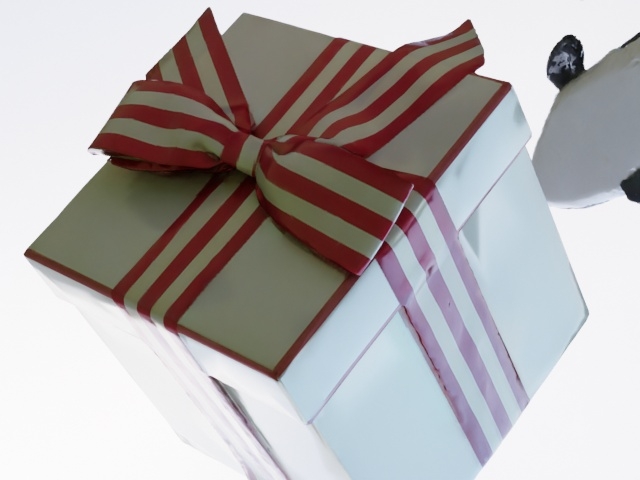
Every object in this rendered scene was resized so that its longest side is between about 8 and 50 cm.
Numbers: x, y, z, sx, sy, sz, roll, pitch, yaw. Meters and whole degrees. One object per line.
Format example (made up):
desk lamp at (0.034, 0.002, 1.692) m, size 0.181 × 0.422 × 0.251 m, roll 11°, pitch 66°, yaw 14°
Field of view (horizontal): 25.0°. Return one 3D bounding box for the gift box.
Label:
gift box at (0.000, 0.000, 0.916) m, size 0.255 × 0.258 × 0.276 m, roll 16°, pitch -119°, yaw 36°

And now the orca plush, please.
orca plush at (0.269, -0.135, 1.145) m, size 0.102 × 0.287 × 0.151 m, roll -25°, pitch -124°, yaw -39°
